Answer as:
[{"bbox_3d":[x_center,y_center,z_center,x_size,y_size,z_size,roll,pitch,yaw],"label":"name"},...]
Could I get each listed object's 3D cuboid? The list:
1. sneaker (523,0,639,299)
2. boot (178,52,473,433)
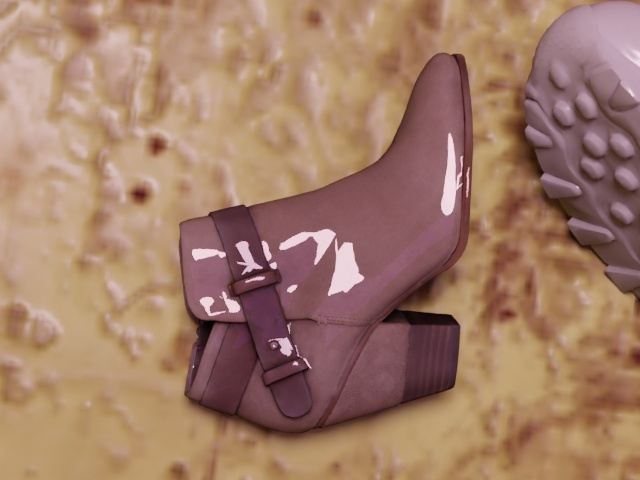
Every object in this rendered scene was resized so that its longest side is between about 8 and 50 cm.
[{"bbox_3d":[0.163,0.001,0.579,0.235,0.090,0.095,42,75,-13],"label":"sneaker"},{"bbox_3d":[0.000,0.000,0.569,0.087,0.042,0.118,2,89,-7],"label":"boot"}]
